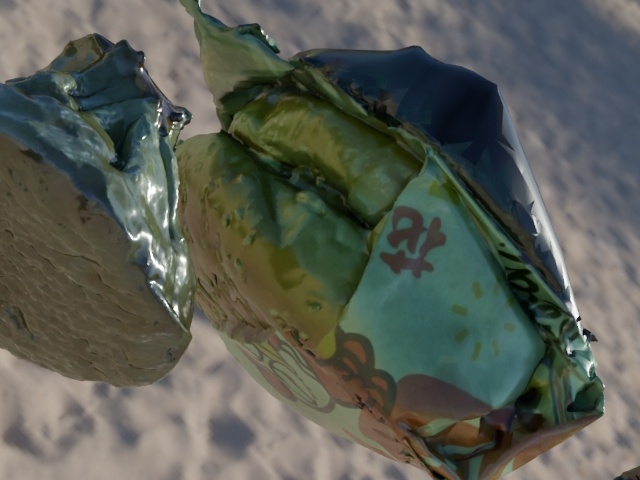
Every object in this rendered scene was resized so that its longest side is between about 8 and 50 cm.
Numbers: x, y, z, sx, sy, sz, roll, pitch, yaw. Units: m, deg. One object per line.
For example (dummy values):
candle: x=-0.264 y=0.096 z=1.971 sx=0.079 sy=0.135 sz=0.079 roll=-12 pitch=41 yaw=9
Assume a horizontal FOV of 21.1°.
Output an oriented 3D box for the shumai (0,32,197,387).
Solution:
shumai: x=-0.081 y=-0.017 z=0.580 sx=0.087 sy=0.099 sz=0.124 roll=-60 pitch=143 yaw=-39

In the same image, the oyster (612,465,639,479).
oyster: x=0.211 y=0.283 z=1.000 sx=0.096 sy=0.221 sz=0.361 roll=29 pitch=25 yaw=-30

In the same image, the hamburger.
hamburger: x=-0.001 y=-0.003 z=0.739 sx=0.214 sy=0.125 sz=0.235 roll=10 pitch=-37 yaw=55
